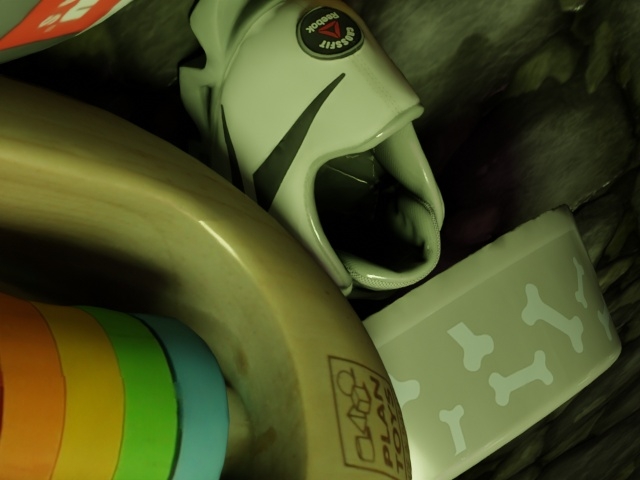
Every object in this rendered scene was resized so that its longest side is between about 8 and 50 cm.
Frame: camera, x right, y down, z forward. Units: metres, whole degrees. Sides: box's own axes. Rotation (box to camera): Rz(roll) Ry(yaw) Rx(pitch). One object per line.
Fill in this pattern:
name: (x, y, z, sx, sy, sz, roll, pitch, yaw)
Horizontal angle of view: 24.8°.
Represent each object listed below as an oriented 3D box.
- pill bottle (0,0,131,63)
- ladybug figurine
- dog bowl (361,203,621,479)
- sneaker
pill bottle: (-0.137, -0.133, 0.331, 0.210, 0.210, 0.363, -60, 166, 27)
ladybug figurine: (-0.140, 0.084, 0.625, 0.449, 0.305, 0.162, 17, 144, -42)
dog bowl: (0.041, 0.111, 0.945, 0.348, 0.102, 0.349, -31, 173, -4)
sneaker: (0.000, 0.000, 0.836, 0.122, 0.146, 0.330, -35, 153, -19)
